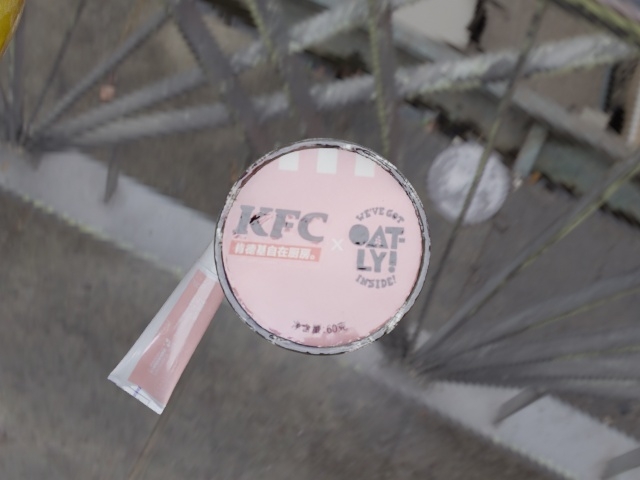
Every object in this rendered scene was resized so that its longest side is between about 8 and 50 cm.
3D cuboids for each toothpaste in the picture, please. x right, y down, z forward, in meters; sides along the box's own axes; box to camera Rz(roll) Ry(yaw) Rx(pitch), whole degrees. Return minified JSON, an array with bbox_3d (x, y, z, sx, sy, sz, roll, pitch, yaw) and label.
[{"bbox_3d":[-0.141,0.084,1.929,0.067,0.043,0.194,34,105,0],"label":"toothpaste"}]

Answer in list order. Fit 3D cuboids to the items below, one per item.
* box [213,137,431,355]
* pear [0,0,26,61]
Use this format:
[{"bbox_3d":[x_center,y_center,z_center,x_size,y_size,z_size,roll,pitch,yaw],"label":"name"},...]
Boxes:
[{"bbox_3d":[0.000,0.000,1.362,0.151,0.135,0.151,0,94,-1],"label":"box"},{"bbox_3d":[-0.257,-0.154,0.850,0.281,0.281,0.280,2,76,-8],"label":"pear"}]
